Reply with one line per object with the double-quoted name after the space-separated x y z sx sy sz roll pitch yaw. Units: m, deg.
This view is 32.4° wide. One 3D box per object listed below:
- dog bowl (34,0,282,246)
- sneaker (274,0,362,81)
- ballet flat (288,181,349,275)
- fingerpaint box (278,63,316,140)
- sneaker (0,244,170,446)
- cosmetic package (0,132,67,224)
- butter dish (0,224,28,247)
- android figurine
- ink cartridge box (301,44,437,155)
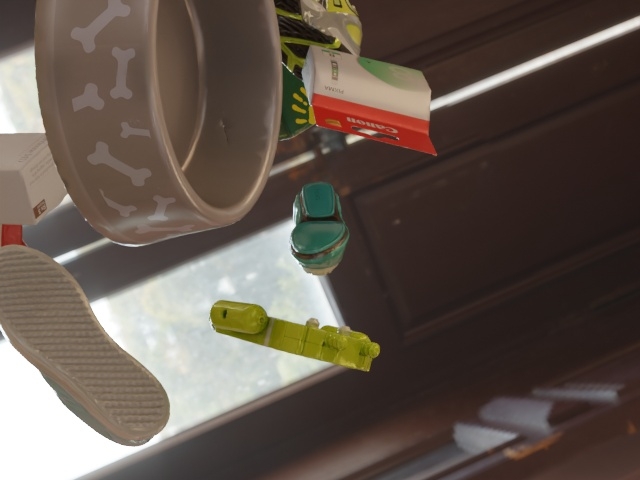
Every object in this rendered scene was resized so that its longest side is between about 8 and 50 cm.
-0.136 -0.166 1.062 0.349 0.102 0.348 0 -90 -70 "dog bowl"
-0.063 -0.396 1.716 0.385 0.145 0.147 45 -135 -47 "sneaker"
0.000 0.000 1.564 0.247 0.083 0.087 -89 -5 -65 "ballet flat"
-0.206 -0.385 2.335 0.445 0.163 0.371 -3 117 56 "fingerpaint box"
-0.381 0.174 1.643 0.366 0.135 0.150 49 146 8 "sneaker"
-0.449 -0.083 1.425 0.117 0.231 0.085 -62 -33 -56 "cosmetic package"
-0.528 0.062 1.821 0.118 0.160 0.160 51 -170 -36 "butter dish"
-0.034 0.135 1.578 0.273 0.248 0.056 6 81 50 "android figurine"
0.073 -0.206 1.577 0.224 0.181 0.056 -103 28 -63 "ink cartridge box"
